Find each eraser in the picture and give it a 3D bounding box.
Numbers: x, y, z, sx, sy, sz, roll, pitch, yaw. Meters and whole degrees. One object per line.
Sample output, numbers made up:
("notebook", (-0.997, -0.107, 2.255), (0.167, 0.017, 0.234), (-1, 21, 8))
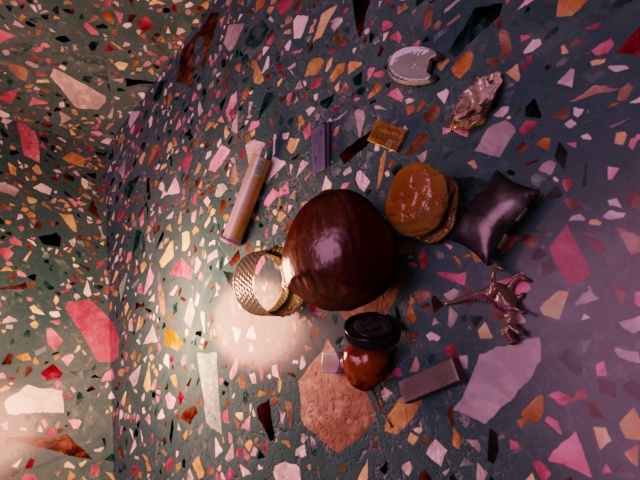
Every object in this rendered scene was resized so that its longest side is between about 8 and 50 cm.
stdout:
("eraser", (0.003, -0.384, 1.998), (0.082, 0.036, 0.224), (-15, 69, 44))

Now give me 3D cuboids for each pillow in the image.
("pillow", (0.486, -0.069, 1.374), (0.249, 0.106, 0.186), (-59, 31, 11))

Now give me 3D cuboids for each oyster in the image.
("oyster", (0.494, -0.429, 1.504), (0.133, 0.072, 0.209), (11, 67, 52))

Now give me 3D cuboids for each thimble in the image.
("thimble", (-0.195, 0.160, 1.879), (0.150, 0.271, 0.270), (-9, 73, 45))

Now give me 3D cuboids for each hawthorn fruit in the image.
("hawthorn fruit", (0.166, 0.455, 1.557), (0.165, 0.165, 0.285), (-18, 90, 41))

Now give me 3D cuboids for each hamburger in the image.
("hamburger", (0.316, -0.114, 1.517), (0.245, 0.163, 0.244), (-12, 72, 41))

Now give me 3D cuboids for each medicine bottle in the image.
("medicine bottle", (-0.340, -0.185, 2.243), (0.108, 0.108, 0.425), (26, 95, 46))
("medicine bottle", (0.063, 0.427, 1.695), (0.118, 0.055, 0.074), (-16, 67, 43))

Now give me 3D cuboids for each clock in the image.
("clock", (0.166, 0.289, 1.546), (0.185, 0.185, 0.040), (22, 121, 46))

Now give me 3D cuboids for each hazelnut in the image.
("hazelnut", (0.061, 0.029, 1.588), (0.421, 0.353, 0.420), (-174, 90, -70))

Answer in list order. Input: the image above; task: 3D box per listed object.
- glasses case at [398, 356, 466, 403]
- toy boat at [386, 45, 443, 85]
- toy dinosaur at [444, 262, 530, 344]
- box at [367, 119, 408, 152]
("glasses case", (0.329, 0.419, 1.437), (0.205, 0.047, 0.070), (-37, 51, 33))
("toy boat", (0.334, -0.615, 1.719), (0.208, 0.079, 0.134), (17, 98, 35))
("toy dinosaur", (0.474, 0.160, 1.352), (0.251, 0.072, 0.199), (32, 110, 36))
("box", (0.244, -0.381, 1.765), (0.156, 0.022, 0.089), (33, 104, 45))
